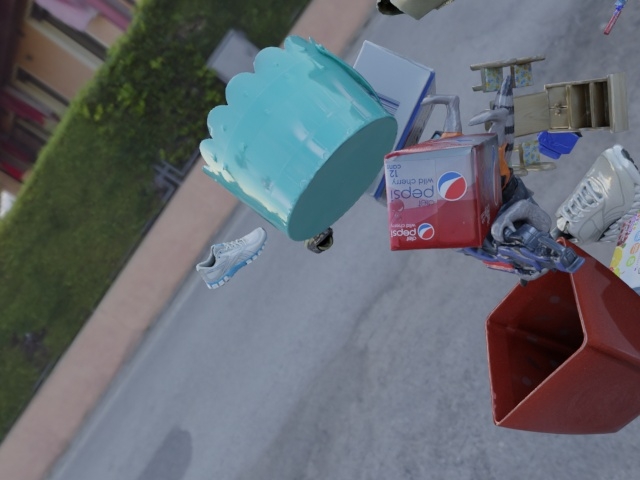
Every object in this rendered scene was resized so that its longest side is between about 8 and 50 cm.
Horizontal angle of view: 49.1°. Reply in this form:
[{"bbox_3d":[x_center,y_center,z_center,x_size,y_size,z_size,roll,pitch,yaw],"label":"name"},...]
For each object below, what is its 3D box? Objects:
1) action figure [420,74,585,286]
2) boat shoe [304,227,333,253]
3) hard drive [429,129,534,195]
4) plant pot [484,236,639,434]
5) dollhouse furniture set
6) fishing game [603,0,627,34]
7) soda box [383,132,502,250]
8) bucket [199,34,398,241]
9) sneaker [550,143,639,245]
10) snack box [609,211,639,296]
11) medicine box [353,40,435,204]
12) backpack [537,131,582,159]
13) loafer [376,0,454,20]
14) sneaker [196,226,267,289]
[{"bbox_3d":[0.303,-0.068,1.089,0.178,0.330,0.341,-34,25,-16],"label":"action figure"},{"bbox_3d":[0.000,0.000,1.429,0.056,0.049,0.152,-39,-17,-10],"label":"boat shoe"},{"bbox_3d":[0.420,-0.138,2.069,0.237,0.338,0.064,-60,-19,19],"label":"hard drive"},{"bbox_3d":[0.481,0.205,1.290,0.267,0.235,0.267,-80,16,-49],"label":"plant pot"},{"bbox_3d":[0.427,-0.240,1.309,0.161,0.242,0.212,12,113,60],"label":"dollhouse furniture set"},{"bbox_3d":[0.447,-0.399,0.926,0.189,0.041,0.264,-58,-17,-13],"label":"fishing game"},{"bbox_3d":[0.136,-0.058,0.725,0.083,0.092,0.263,-2,10,19],"label":"soda box"},{"bbox_3d":[-0.026,-0.146,1.071,0.281,0.183,0.281,-43,-17,-16],"label":"bucket"},{"bbox_3d":[0.500,-0.063,1.281,0.118,0.292,0.110,-18,60,-3],"label":"sneaker"},{"bbox_3d":[0.689,0.026,1.446,0.207,0.070,0.174,-65,13,-19],"label":"snack box"},{"bbox_3d":[0.114,-0.219,1.415,0.264,0.149,0.289,-66,-10,4],"label":"medicine box"},{"bbox_3d":[0.592,-0.269,1.762,0.101,0.097,0.120,-59,-2,37],"label":"backpack"},{"bbox_3d":[0.189,-0.463,1.310,0.092,0.101,0.268,-66,24,2],"label":"loafer"},{"bbox_3d":[-0.210,0.028,1.648,0.190,0.083,0.071,-42,34,-6],"label":"sneaker"}]
